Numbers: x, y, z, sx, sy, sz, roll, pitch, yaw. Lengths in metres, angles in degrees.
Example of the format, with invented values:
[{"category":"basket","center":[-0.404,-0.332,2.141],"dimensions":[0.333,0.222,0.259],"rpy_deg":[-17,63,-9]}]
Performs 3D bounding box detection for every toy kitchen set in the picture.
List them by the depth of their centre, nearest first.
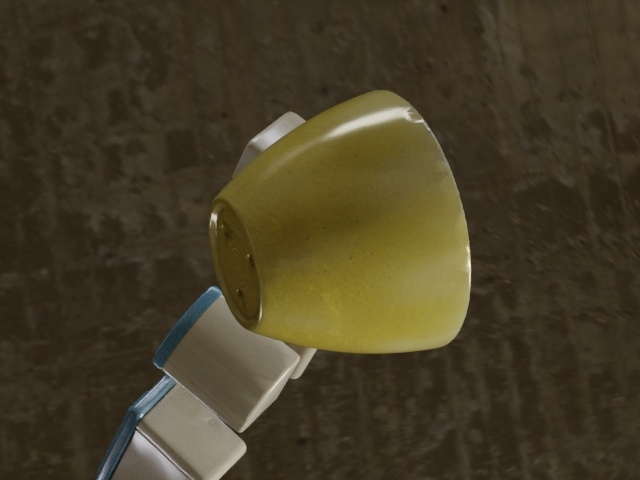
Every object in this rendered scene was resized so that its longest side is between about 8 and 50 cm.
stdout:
[{"category":"toy kitchen set","center":[-0.054,0.051,0.938],"dimensions":[0.122,0.207,0.166],"rpy_deg":[38,-48,9]}]

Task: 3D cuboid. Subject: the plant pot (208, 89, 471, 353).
[{"category":"plant pot","center":[0.000,0.000,0.750],"dimensions":[0.095,0.134,0.134],"rpy_deg":[-14,-101,-21]}]
